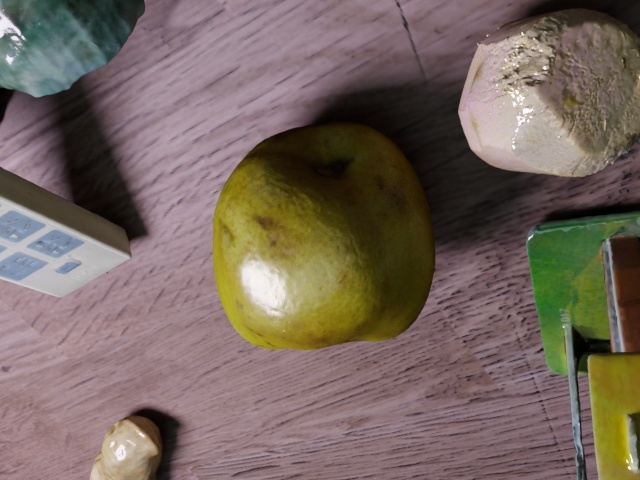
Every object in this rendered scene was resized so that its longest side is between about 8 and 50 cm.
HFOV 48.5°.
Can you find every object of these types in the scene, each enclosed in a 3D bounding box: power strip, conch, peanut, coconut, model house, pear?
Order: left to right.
[{"bbox_3d":[-0.288,-0.188,0.541,0.277,0.195,0.220,-31,93,-12],"label":"conch"},{"bbox_3d":[-0.311,-0.023,0.636,0.106,0.043,0.367,-28,153,14],"label":"power strip"},{"bbox_3d":[-0.272,0.324,1.001,0.100,0.099,0.214,23,132,-3],"label":"peanut"},{"bbox_3d":[0.000,0.000,0.604,0.200,0.200,0.199,8,130,10],"label":"pear"},{"bbox_3d":[0.163,-0.106,0.515,0.116,0.122,0.116,-2,97,-12],"label":"coconut"},{"bbox_3d":[0.335,0.185,0.564,0.301,0.323,0.340,-5,126,21],"label":"model house"}]
